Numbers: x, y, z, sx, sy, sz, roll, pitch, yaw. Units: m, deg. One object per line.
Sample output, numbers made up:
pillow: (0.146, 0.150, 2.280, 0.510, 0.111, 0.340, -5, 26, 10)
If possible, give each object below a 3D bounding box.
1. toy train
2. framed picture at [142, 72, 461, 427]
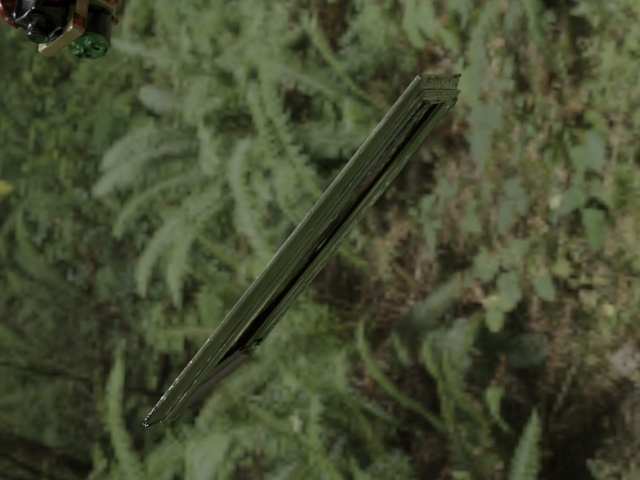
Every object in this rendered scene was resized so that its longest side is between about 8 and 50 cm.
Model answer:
toy train: (-0.168, -0.183, 0.898, 0.050, 0.087, 0.138, -24, 53, 40)
framed picture: (0.000, 0.000, 0.806, 0.252, 0.014, 0.197, -51, -5, 13)
